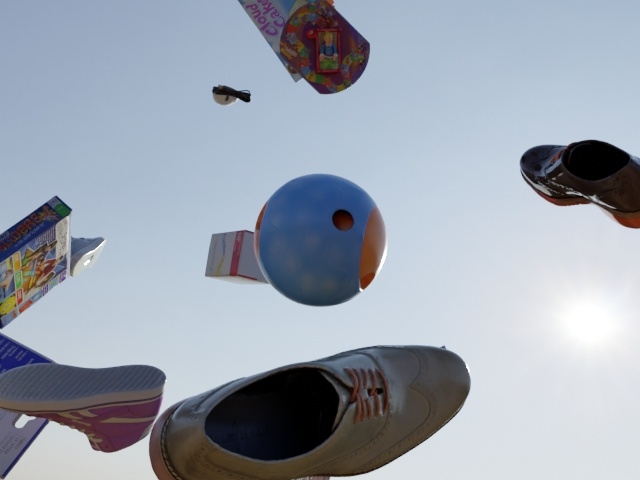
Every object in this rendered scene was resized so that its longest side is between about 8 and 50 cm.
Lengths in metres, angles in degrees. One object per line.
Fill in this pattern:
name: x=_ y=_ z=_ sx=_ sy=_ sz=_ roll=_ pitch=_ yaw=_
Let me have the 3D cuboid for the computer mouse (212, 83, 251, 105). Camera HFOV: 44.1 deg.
computer mouse: x=-0.260 y=-0.399 z=2.203 sx=0.106 sy=0.042 sz=0.193 roll=8 pitch=3 yaw=-16

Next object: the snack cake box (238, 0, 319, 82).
snack cake box: x=-0.069 y=-0.492 z=1.689 sx=0.152 sy=0.089 sz=0.264 roll=-34 pitch=-70 yaw=10

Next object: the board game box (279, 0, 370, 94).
board game box: x=0.009 y=-0.349 z=1.434 sx=0.169 sy=0.133 sz=0.033 roll=42 pitch=0 yaw=-12

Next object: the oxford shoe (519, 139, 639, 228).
oxford shoe: x=0.343 y=-0.101 z=1.039 sx=0.098 sy=0.097 sz=0.271 roll=44 pitch=-5 yaw=-26

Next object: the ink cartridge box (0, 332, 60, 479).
ink cartridge box: x=-0.648 y=0.287 z=1.462 sx=0.307 sy=0.303 sz=0.072 roll=30 pitch=-61 yaw=-2

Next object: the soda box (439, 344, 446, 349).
soda box: x=0.207 y=0.270 z=1.628 sx=0.060 sy=0.053 sz=0.169 roll=-18 pitch=-14 yaw=-28

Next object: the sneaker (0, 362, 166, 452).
sneaker: x=-0.408 y=0.296 z=1.325 sx=0.282 sy=0.102 sz=0.161 roll=6 pitch=-62 yaw=-25

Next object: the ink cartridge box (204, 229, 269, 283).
ink cartridge box: x=-0.212 y=0.049 z=2.152 sx=0.128 sy=0.127 sz=0.176 roll=16 pitch=-13 yaw=-37

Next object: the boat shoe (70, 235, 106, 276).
boat shoe: x=-0.555 y=0.021 z=1.801 sx=0.081 sy=0.079 sz=0.227 roll=30 pitch=9 yaw=-3

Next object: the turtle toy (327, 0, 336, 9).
turtle toy: x=-0.010 y=-0.506 z=1.796 sx=0.066 sy=0.130 sz=0.095 roll=25 pitch=-37 yaw=39

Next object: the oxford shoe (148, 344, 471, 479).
oxford shoe: x=0.026 y=0.186 z=0.850 sx=0.397 sy=0.140 sz=0.146 roll=-11 pitch=-16 yaw=-31

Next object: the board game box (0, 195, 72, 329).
board game box: x=-0.423 y=0.035 z=1.144 sx=0.035 sy=0.136 sz=0.201 roll=41 pitch=-35 yaw=8

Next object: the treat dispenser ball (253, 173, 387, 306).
treat dispenser ball: x=0.000 y=0.000 z=1.702 sx=0.288 sy=0.288 sz=0.288 roll=7 pitch=-23 yaw=3

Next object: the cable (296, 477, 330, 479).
cable: x=-0.089 y=0.587 z=1.985 sx=0.257 sy=0.257 sz=0.089 roll=-9 pitch=19 yaw=-37
